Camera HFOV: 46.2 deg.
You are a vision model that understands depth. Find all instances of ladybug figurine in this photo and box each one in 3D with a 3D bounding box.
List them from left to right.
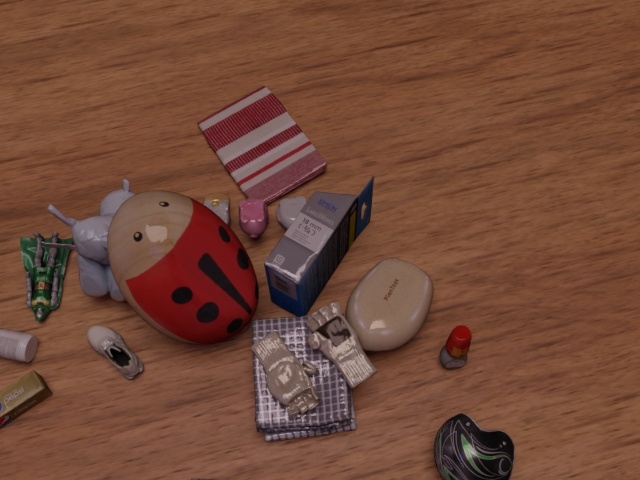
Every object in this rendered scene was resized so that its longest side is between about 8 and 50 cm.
[{"bbox_3d":[-0.287,0.072,1.725,0.162,0.449,0.305,3,55,44],"label":"ladybug figurine"}]

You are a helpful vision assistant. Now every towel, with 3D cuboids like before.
[{"bbox_3d":[-0.164,-0.261,2.079,0.237,0.037,0.329,-31,68,-12],"label":"towel"},{"bbox_3d":[-0.043,0.316,1.767,0.235,0.121,0.283,-5,66,-2],"label":"towel"}]

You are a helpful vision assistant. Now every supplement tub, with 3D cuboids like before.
[{"bbox_3d":[-0.751,0.252,1.815,0.107,0.071,0.071,11,66,5],"label":"supplement tub"}]

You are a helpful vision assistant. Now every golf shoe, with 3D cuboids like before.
[{"bbox_3d":[-0.501,0.257,1.809,0.176,0.086,0.069,36,72,16],"label":"golf shoe"}]

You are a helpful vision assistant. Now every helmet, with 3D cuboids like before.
[{"bbox_3d":[0.333,0.479,1.675,0.161,0.169,0.169,17,65,-11],"label":"helmet"}]

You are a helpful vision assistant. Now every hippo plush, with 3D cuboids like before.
[{"bbox_3d":[-0.507,-0.005,1.865,0.294,0.234,0.236,21,35,-7],"label":"hippo plush"}]

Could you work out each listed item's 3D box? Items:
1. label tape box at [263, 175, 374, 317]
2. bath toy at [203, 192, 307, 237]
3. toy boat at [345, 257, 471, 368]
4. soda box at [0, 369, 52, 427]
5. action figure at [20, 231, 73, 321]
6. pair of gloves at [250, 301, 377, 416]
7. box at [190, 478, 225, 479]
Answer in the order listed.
[{"bbox_3d":[0.000,0.000,1.848,0.106,0.240,0.333,29,67,14],"label":"label tape box"},{"bbox_3d":[-0.192,-0.056,1.934,0.348,0.129,0.151,-1,55,0],"label":"bath toy"},{"bbox_3d":[0.218,0.200,1.820,0.318,0.148,0.267,29,58,18],"label":"toy boat"},{"bbox_3d":[-0.731,0.384,1.759,0.181,0.061,0.058,-34,70,-15],"label":"soda box"},{"bbox_3d":[-0.700,0.094,1.897,0.137,0.063,0.232,-3,69,-5],"label":"action figure"},{"bbox_3d":[-0.018,0.269,1.703,0.240,0.042,0.204,-25,66,-9],"label":"pair of gloves"},{"bbox_3d":[-0.209,0.650,1.645,0.183,0.059,0.232,4,65,3],"label":"box"}]
